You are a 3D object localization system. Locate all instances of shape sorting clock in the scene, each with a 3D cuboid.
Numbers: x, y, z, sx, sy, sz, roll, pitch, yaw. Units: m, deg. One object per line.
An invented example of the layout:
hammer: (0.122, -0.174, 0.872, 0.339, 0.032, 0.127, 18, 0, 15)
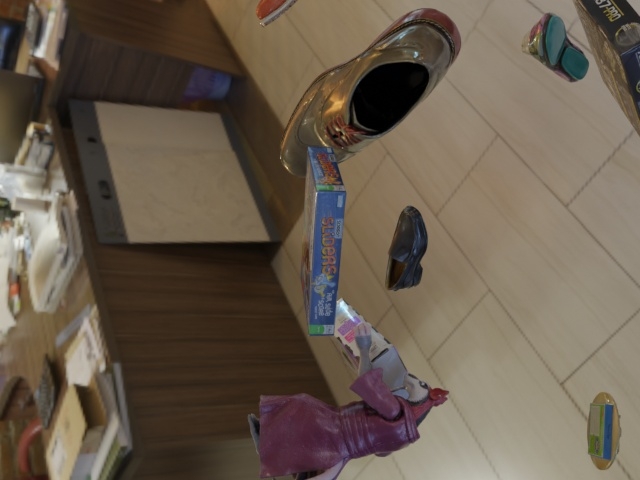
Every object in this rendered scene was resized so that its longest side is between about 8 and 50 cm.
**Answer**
shape sorting clock: (0.769, 0.517, 1.848, 0.206, 0.040, 0.206, 7, -90, -84)

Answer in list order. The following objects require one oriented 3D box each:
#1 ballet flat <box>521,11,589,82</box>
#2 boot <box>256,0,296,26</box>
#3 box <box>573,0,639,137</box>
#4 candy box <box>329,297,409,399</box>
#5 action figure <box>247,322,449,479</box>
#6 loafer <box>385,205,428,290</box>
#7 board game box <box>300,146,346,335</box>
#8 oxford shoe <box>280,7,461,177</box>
ballet flat: (0.404, -0.338, 1.203, 0.079, 0.221, 0.077, 26, 98, 38)
boot: (-0.052, -0.353, 0.876, 0.059, 0.084, 0.158, 9, 67, 60)
box: (0.772, -0.452, 1.725, 0.097, 0.395, 0.318, -26, 48, 20)
candy box: (0.094, 0.230, 1.366, 0.070, 0.165, 0.196, -37, 37, -10)
action figure: (0.057, 0.338, 1.217, 0.370, 0.248, 0.276, -20, 31, 9)
loafer: (0.150, 0.020, 1.215, 0.062, 0.061, 0.170, 33, 134, 46)
board game box: (0.000, 0.000, 0.862, 0.136, 0.035, 0.201, -101, 13, -59)
oxford shoe: (0.039, -0.180, 0.952, 0.348, 0.123, 0.130, -39, 16, 43)
